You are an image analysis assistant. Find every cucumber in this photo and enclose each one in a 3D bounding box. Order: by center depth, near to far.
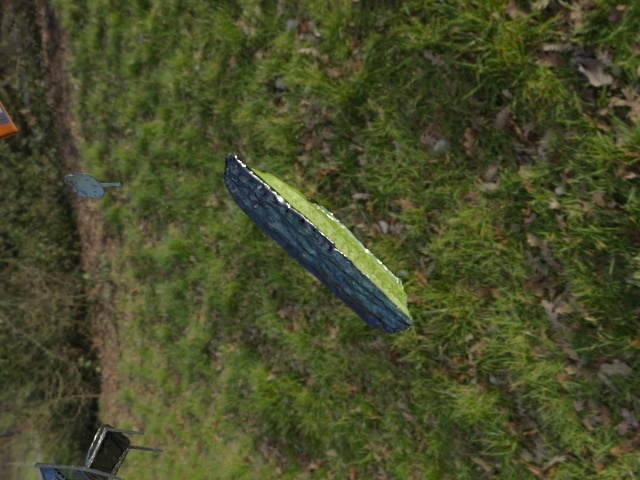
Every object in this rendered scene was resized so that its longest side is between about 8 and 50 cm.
[{"bbox_3d":[0.000,0.000,0.509,0.220,0.070,0.046,44,117,12],"label":"cucumber"}]

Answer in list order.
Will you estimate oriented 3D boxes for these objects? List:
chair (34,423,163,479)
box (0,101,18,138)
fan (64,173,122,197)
[{"bbox_3d":[-0.163,0.161,0.417,0.086,0.037,0.042,-7,43,21],"label":"chair"},{"bbox_3d":[-0.674,-0.229,0.758,0.257,0.319,0.348,-120,5,-70],"label":"box"},{"bbox_3d":[-0.334,-0.082,0.833,0.056,0.083,0.004,75,-166,-55],"label":"fan"}]
